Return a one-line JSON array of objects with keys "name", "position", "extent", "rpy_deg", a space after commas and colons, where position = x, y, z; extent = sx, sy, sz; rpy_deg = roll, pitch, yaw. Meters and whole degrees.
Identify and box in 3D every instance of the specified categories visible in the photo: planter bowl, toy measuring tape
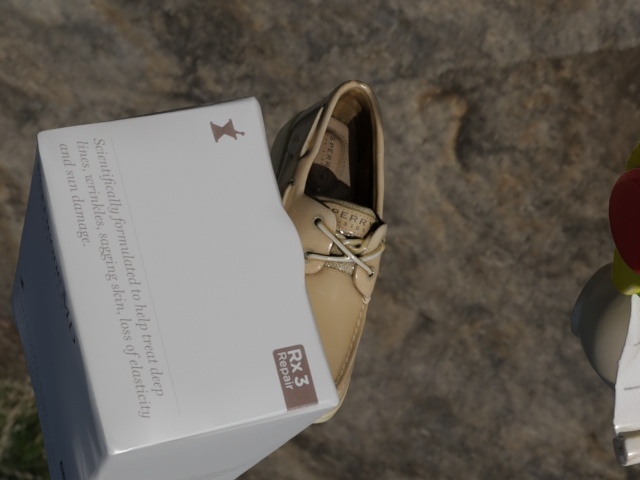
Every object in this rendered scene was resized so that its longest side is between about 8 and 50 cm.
[{"name": "planter bowl", "position": [0.346, 0.090, 1.412], "extent": [0.109, 0.162, 0.162], "rpy_deg": [32, 155, 35]}, {"name": "toy measuring tape", "position": [0.242, 0.037, 0.822], "extent": [0.121, 0.121, 0.330], "rpy_deg": [17, 125, 28]}]

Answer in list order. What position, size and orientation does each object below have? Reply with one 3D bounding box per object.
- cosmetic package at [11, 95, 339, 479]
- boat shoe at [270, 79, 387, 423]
[{"name": "cosmetic package", "position": [-0.128, 0.074, 0.945], "extent": [0.385, 0.156, 0.217], "rpy_deg": [124, 132, -66]}, {"name": "boat shoe", "position": [0.000, 0.000, 1.197], "extent": [0.121, 0.341, 0.110], "rpy_deg": [17, 147, -23]}]
